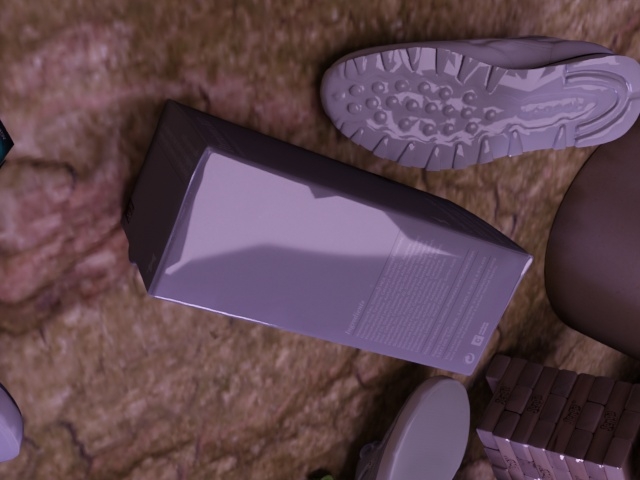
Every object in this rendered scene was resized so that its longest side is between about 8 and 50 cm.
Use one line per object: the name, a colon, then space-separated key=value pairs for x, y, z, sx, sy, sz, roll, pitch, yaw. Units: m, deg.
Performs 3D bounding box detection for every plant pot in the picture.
plant pot: x=0.392 y=0.038 z=0.791 sx=0.257 sy=0.274 sz=0.256 roll=-15 pitch=122 yaw=-26

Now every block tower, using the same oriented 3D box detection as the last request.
block tower: x=0.299 y=0.191 z=0.771 sx=0.097 sy=0.335 sz=0.091 roll=-54 pitch=136 yaw=-30

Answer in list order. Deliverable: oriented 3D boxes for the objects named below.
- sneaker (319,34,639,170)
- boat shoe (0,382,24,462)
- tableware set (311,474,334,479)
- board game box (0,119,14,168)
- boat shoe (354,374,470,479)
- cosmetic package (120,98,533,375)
sneaker: x=0.112 y=-0.111 z=0.657 sx=0.235 sy=0.095 sz=0.090 roll=0 pitch=121 yaw=-11
boat shoe: x=-0.248 y=0.040 z=0.499 sx=0.096 sy=0.088 sz=0.267 roll=-11 pitch=139 yaw=17
tableware set: x=-0.031 y=0.279 z=0.776 sx=0.154 sy=0.024 sz=0.104 roll=-37 pitch=132 yaw=-42
board game box: x=-0.224 y=-0.086 z=0.429 sx=0.026 sy=0.126 sz=0.186 roll=-8 pitch=128 yaw=16
boat shoe: x=0.060 y=0.221 z=0.802 sx=0.079 sy=0.081 sz=0.227 roll=19 pitch=93 yaw=-34
cosmetic package: x=0.000 y=0.000 z=0.588 sx=0.238 sy=0.127 sz=0.107 roll=20 pitch=103 yaw=-28
